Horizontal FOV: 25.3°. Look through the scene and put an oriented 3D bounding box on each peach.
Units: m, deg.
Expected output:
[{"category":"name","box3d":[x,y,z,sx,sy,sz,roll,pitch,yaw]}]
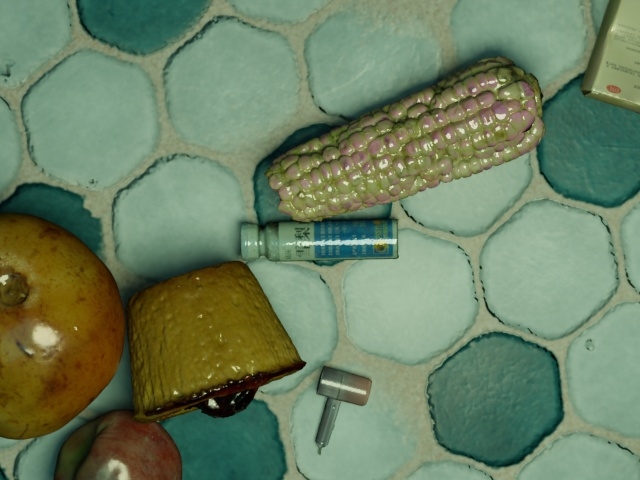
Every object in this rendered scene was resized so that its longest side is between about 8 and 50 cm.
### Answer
[{"category":"peach","box3d":[-0.239,0.288,1.715,0.152,0.152,0.152,0,96,1]}]

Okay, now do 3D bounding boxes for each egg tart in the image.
[{"category":"egg tart","box3d":[-0.137,0.127,1.667,0.215,0.215,0.170,-20,83,3]}]

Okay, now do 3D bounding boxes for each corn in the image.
[{"category":"corn","box3d":[0.104,-0.108,1.671,0.335,0.126,0.126,-23,96,5]}]

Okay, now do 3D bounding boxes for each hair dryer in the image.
[{"category":"hair dryer","box3d":[0.018,0.215,1.753,0.063,0.037,0.114,16,104,-2]}]

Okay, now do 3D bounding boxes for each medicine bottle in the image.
[{"category":"medicine bottle","box3d":[0.000,0.000,1.718,0.191,0.051,0.051,-1,96,0]}]

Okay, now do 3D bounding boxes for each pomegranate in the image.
[{"category":"pomegranate","box3d":[-0.353,0.100,1.641,0.264,0.264,0.264,0,96,1]}]

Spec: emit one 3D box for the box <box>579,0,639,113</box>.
[{"category":"box","box3d":[0.433,-0.219,1.664,0.212,0.095,0.168,17,95,0]}]
